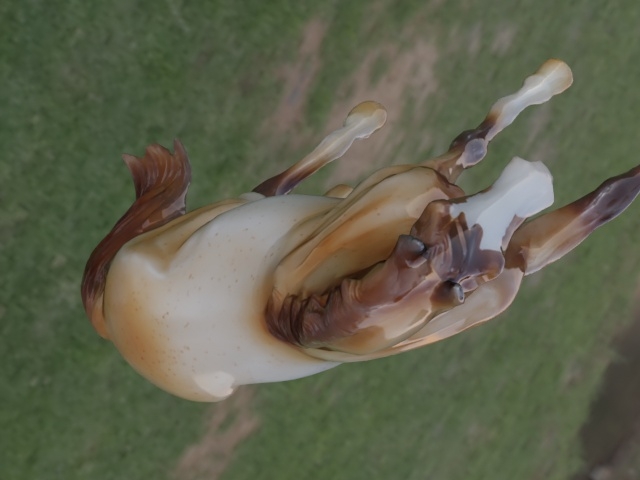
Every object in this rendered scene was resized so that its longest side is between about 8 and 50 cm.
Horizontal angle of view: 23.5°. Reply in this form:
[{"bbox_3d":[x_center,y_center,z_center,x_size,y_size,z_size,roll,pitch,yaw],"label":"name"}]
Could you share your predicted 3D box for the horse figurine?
[{"bbox_3d":[0.000,0.000,0.497,0.174,0.263,0.066,-38,110,-39],"label":"horse figurine"}]
